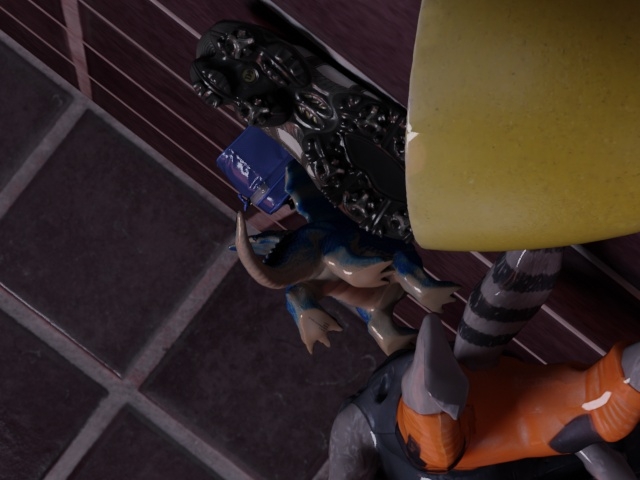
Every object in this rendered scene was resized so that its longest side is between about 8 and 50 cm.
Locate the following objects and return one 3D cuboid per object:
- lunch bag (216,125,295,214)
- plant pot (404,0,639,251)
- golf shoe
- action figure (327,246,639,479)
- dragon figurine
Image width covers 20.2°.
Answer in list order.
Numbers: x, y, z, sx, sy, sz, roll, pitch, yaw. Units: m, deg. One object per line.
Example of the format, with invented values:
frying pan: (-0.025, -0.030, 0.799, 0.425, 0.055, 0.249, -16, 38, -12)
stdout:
lunch bag: (-0.025, -0.061, 1.277, 0.065, 0.098, 0.067, 41, 178, -1)
plant pot: (0.089, -0.055, 0.551, 0.095, 0.134, 0.134, 10, 167, 14)
golf shoe: (0.007, -0.079, 1.165, 0.198, 0.077, 0.094, 40, -168, -9)
action figure: (0.135, 0.097, 1.150, 0.178, 0.341, 0.330, 69, 155, 11)
dragon figurine: (0.000, 0.000, 1.214, 0.289, 0.085, 0.144, 10, -147, -48)
